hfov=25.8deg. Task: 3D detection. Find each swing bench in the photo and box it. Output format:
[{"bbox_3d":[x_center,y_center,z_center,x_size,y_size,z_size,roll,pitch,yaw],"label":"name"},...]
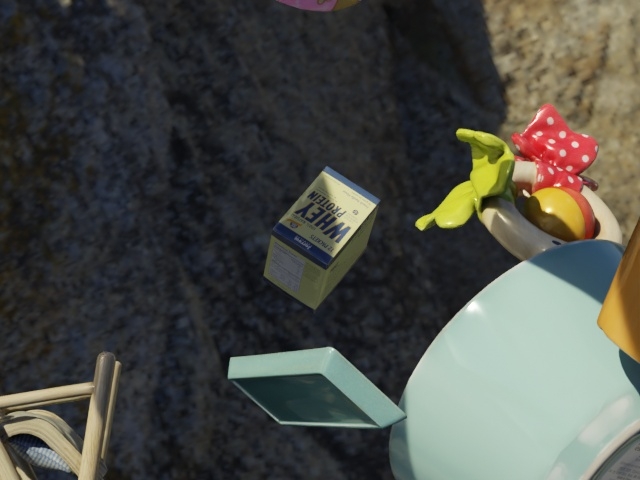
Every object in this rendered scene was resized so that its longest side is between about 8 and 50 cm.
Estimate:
[{"bbox_3d":[-0.270,0.256,1.447,0.165,0.253,0.255,-9,84,-9],"label":"swing bench"}]

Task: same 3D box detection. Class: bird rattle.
[{"bbox_3d":[0.234,-0.034,1.508,0.253,0.143,0.207,-4,47,-48],"label":"bird rattle"}]

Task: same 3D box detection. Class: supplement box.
[{"bbox_3d":[0.000,0.000,1.182,0.056,0.083,0.083,33,59,11],"label":"supplement box"}]

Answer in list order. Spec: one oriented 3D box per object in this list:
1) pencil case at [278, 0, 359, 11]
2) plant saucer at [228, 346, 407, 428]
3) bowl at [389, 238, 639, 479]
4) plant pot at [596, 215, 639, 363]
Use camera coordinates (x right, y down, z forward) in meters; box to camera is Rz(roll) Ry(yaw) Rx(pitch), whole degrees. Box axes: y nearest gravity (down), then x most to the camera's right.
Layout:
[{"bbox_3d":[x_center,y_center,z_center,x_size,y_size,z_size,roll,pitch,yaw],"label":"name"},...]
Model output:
[{"bbox_3d":[0.046,-0.290,0.962,0.167,0.386,0.160,-33,91,-22],"label":"pencil case"},{"bbox_3d":[-0.010,0.101,0.931,0.067,0.192,0.018,43,71,-12],"label":"plant saucer"},{"bbox_3d":[0.234,0.172,1.271,0.311,0.311,0.163,6,30,-44],"label":"bowl"},{"bbox_3d":[0.322,0.025,1.098,0.205,0.205,0.188,25,103,-37],"label":"plant pot"}]
